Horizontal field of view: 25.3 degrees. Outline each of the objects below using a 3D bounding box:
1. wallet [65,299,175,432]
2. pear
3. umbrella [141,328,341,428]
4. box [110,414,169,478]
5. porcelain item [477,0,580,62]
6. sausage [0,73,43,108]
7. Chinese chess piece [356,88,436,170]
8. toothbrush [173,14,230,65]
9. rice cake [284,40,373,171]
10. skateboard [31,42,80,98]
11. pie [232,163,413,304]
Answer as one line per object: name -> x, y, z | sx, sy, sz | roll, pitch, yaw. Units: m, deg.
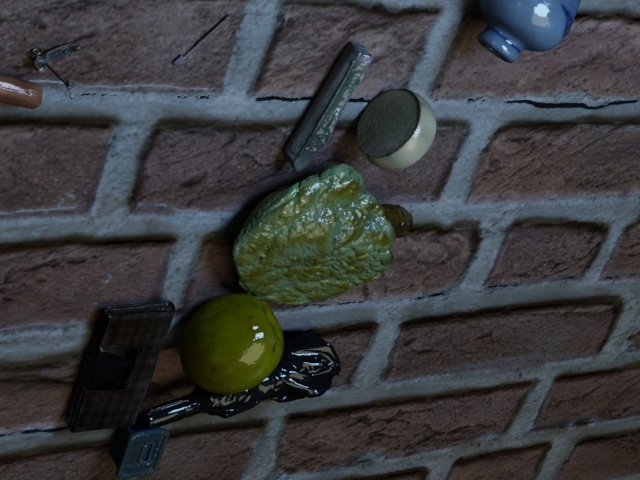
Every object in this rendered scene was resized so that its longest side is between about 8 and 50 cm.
wallet -> -0.301, 0.190, 2.148 | 0.124, 0.042, 0.230 | -5, 131, -39
pear -> -0.134, 0.158, 2.168 | 0.162, 0.149, 0.149 | -32, 144, 20
umbrella -> -0.124, 0.236, 2.282 | 0.340, 0.118, 0.118 | -17, 135, -27
box -> -0.291, 0.324, 2.268 | 0.074, 0.054, 0.099 | -1, 126, -36
porcelain item -> 0.326, -0.378, 2.064 | 0.141, 0.141, 0.259 | 30, 97, -49
sausage -> -0.378, -0.183, 1.747 | 0.083, 0.034, 0.034 | 11, 118, -43
Chinese chess piece -> 0.112, -0.162, 2.091 | 0.122, 0.122, 0.051 | -48, 136, 8
toothbrush -> -0.156, -0.263, 1.874 | 0.097, 0.006, 0.008 | -41, 137, 0
rice cake -> 0.008, -0.190, 2.046 | 0.036, 0.047, 0.206 | 20, 111, -31
skateboard -> -0.308, -0.210, 1.740 | 0.064, 0.083, 0.032 | -23, 137, -22
pie -> -0.008, 0.005, 2.168 | 0.257, 0.105, 0.274 | -40, 141, 13
